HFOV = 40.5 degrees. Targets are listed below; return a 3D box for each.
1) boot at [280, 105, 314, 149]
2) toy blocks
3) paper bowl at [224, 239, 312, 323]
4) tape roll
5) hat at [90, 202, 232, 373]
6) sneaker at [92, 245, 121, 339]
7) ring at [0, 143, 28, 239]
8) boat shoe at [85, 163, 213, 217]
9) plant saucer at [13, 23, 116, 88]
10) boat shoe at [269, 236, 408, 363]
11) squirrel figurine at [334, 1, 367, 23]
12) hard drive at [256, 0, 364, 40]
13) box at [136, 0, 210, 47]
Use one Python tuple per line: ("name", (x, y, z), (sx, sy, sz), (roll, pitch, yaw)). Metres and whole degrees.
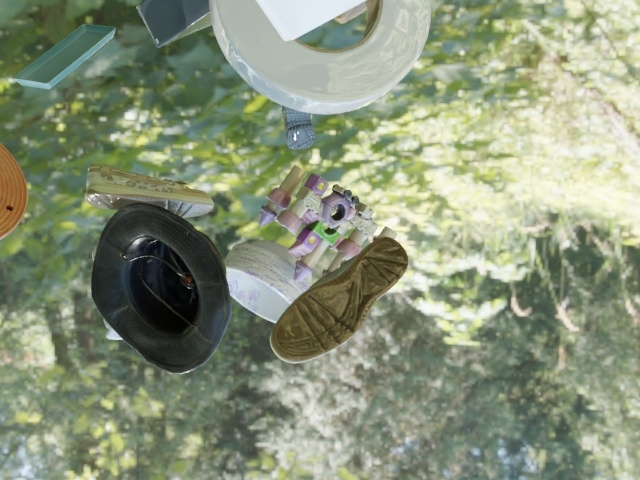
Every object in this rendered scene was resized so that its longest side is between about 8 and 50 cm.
("boot", (-0.058, -0.327, 1.864), (0.083, 0.161, 0.246), (-7, 145, -13))
("toy blocks", (0.000, 0.000, 2.283), (0.288, 0.260, 0.309), (39, 175, -34))
("paper bowl", (-0.139, 0.108, 2.461), (0.284, 0.148, 0.284), (24, 154, 13))
("tape roll", (0.003, -0.414, 1.510), (0.392, 0.392, 0.072), (0, 171, -16))
("hat", (-0.265, 0.069, 1.591), (0.331, 0.331, 0.134), (5, -157, 28))
("sneaker", (-0.472, 0.132, 2.089), (0.210, 0.137, 0.366), (-32, 150, 11))
("ring", (-0.743, -0.117, 1.698), (0.336, 0.337, 0.032), (-3, 147, -42))
("boat shoe", (-0.375, -0.113, 1.933), (0.285, 0.089, 0.104), (8, 154, -25))
("plant saucer", (-0.400, -0.292, 1.373), (0.067, 0.018, 0.192), (11, -139, 20))
("boat shoe", (0.027, 0.108, 1.503), (0.302, 0.109, 0.098), (-41, -178, -26))
("squirrel figurine", (0.090, -0.867, 2.350), (0.397, 0.370, 0.281), (-31, 149, -4))
("hard drive", (-0.004, -0.400, 1.109), (0.233, 0.047, 0.353), (-26, 161, 8))
("box", (-0.222, -0.506, 1.762), (0.261, 0.103, 0.184), (-17, -163, 47))
